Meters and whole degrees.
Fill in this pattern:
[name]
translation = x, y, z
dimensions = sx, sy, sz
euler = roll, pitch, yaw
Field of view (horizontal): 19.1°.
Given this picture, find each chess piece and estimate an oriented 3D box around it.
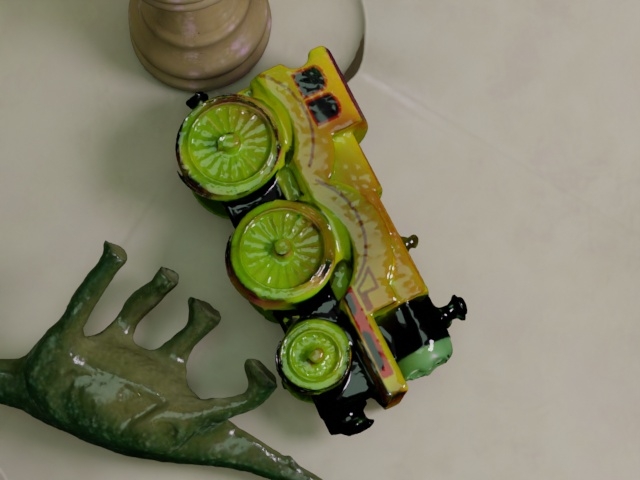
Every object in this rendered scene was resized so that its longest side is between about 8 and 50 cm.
[chess piece]
translation = -0.102, -0.217, 1.369
dimensions = 0.117, 0.397, 0.117
euler = 0, 78, 1

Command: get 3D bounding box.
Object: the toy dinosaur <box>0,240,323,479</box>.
[toy dinosaur]
translation = -0.198, 0.153, 1.461
dimensions = 0.447, 0.087, 0.301
euler = 42, 97, -3

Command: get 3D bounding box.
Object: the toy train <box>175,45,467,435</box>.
[toy train]
translation = 0.000, 0.000, 1.475
dimensions = 0.160, 0.100, 0.296
euler = -24, 79, -6
